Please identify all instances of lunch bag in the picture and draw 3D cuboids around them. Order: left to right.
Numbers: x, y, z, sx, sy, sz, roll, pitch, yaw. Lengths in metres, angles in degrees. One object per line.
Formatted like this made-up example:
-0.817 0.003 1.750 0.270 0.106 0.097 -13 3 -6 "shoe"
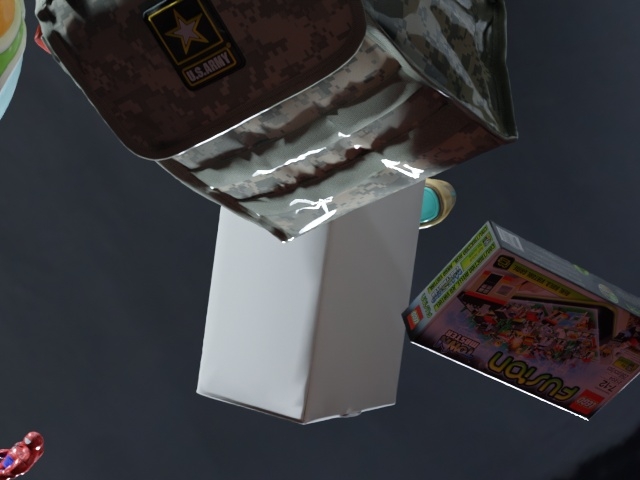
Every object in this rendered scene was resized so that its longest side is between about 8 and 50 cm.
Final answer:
-0.032 -0.144 1.018 0.235 0.169 0.287 -24 141 33 "lunch bag"

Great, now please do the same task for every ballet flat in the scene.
0.068 -0.034 1.824 0.232 0.073 0.080 -7 100 28 "ballet flat"

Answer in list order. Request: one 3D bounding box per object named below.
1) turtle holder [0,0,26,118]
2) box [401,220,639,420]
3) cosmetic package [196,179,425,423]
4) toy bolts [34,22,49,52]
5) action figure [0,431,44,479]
-0.408 -0.158 1.391 0.243 0.227 0.320 27 140 14 "turtle holder"
0.181 0.070 1.166 0.207 0.114 0.036 25 -150 -30 "box"
0.000 0.000 1.552 0.155 0.197 0.365 12 95 32 "cosmetic package"
-0.220 -0.270 1.140 0.228 0.158 0.218 25 148 -32 "toy bolts"
-0.239 0.173 1.062 0.030 0.038 0.115 49 125 -4 "action figure"
